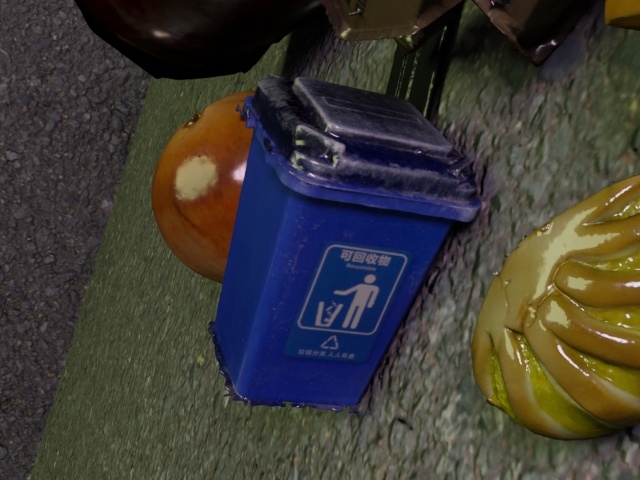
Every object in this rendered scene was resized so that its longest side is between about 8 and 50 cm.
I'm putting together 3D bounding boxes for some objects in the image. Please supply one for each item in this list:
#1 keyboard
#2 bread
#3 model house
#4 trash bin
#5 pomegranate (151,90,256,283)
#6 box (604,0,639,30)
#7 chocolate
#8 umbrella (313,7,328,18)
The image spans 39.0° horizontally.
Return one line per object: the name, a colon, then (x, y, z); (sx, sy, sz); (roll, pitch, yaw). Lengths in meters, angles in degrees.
keyboard: (0.108, -0.270, 0.812); (0.103, 0.041, 0.381); (179, 100, -67)
bread: (0.136, 0.049, 0.452); (0.157, 0.083, 0.094); (-50, 43, 43)
model house: (0.096, -0.185, 0.645); (0.181, 0.176, 0.248); (-38, -11, -14)
trash bin: (0.000, 0.000, 0.713); (0.184, 0.162, 0.234); (-119, 42, -56)
pomegranate: (-0.067, -0.046, 0.872); (0.191, 0.191, 0.191); (-50, 31, 46)
box: (0.250, -0.192, 0.214); (0.415, 0.116, 0.264); (-165, 79, -69)
chocolate: (-0.083, -0.388, 1.005); (0.331, 0.383, 0.384); (1, 75, 50)
umbrella: (0.023, -0.264, 1.027); (0.149, 0.022, 0.022); (14, 124, 68)
